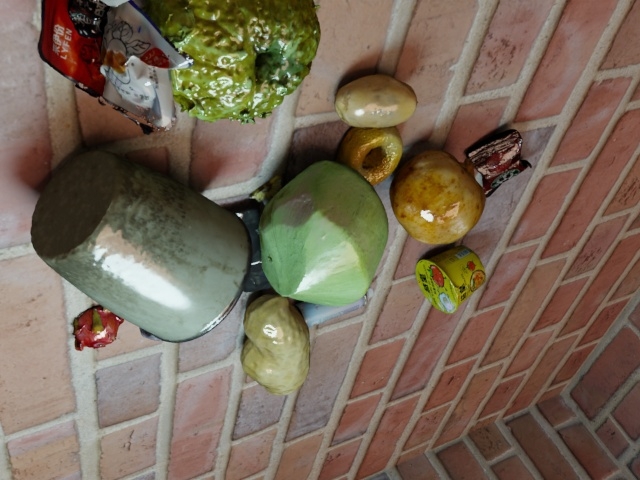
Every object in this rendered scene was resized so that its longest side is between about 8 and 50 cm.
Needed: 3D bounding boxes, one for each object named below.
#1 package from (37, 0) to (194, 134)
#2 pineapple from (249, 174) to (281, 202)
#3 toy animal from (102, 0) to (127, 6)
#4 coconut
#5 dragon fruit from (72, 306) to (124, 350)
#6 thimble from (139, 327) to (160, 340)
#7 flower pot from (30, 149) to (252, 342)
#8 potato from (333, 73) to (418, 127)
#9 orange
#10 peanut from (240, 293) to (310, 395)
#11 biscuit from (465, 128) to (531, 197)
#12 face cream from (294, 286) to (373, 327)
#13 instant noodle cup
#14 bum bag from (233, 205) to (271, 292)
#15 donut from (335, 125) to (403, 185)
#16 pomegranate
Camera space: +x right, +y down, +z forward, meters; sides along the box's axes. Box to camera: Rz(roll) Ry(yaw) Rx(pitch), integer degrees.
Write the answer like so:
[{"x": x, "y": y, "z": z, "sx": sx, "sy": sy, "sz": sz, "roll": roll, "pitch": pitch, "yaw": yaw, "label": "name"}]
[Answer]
[{"x": -0.302, "y": -0.283, "z": 1.084, "sx": 0.071, "sy": 0.269, "sz": 0.194, "roll": -23, "pitch": 146, "yaw": -59, "label": "package"}, {"x": -0.114, "y": -0.111, "z": 1.644, "sx": 0.083, "sy": 0.019, "sz": 0.045, "roll": -37, "pitch": 140, "yaw": 6, "label": "pineapple"}, {"x": -0.251, "y": -0.422, "z": 1.004, "sx": 0.178, "sy": 0.193, "sz": 0.127, "roll": -18, "pitch": 142, "yaw": -6, "label": "toy animal"}, {"x": 0.000, "y": 0.000, "z": 1.613, "sx": 0.328, "sy": 0.281, "sz": 0.328, "roll": -56, "pitch": -176, "yaw": 6, "label": "coconut"}, {"x": -0.497, "y": 0.206, "z": 1.672, "sx": 0.126, "sy": 0.068, "sz": 0.112, "roll": -34, "pitch": 146, "yaw": 3, "label": "dragon fruit"}, {"x": -0.342, "y": 0.152, "z": 1.667, "sx": 0.097, "sy": 0.150, "sz": 0.150, "roll": 8, "pitch": 128, "yaw": -43, "label": "thimble"}, {"x": -0.333, "y": 0.006, "z": 1.371, "sx": 0.293, "sy": 0.294, "sz": 0.330, "roll": -41, "pitch": 141, "yaw": 10, "label": "flower pot"}, {"x": 0.115, "y": -0.288, "z": 1.537, "sx": 0.178, "sy": 0.118, "sz": 0.109, "roll": -7, "pitch": 104, "yaw": -15, "label": "potato"}, {"x": -0.135, "y": -0.328, "z": 1.182, "sx": 0.300, "sy": 0.223, "sz": 0.301, "roll": -42, "pitch": 145, "yaw": 2, "label": "orange"}, {"x": -0.124, "y": 0.278, "z": 1.985, "sx": 0.192, "sy": 0.170, "sz": 0.387, "roll": -15, "pitch": 138, "yaw": -12, "label": "peanut"}, {"x": 0.483, "y": -0.204, "z": 1.986, "sx": 0.151, "sy": 0.063, "sz": 0.235, "roll": -27, "pitch": 152, "yaw": 11, "label": "biscuit"}, {"x": 0.042, "y": 0.177, "z": 2.076, "sx": 0.229, "sy": 0.075, "sz": 0.075, "roll": -18, "pitch": 143, "yaw": -23, "label": "face cream"}, {"x": 0.394, "y": 0.105, "z": 2.203, "sx": 0.144, "sy": 0.182, "sz": 0.182, "roll": -29, "pitch": 147, "yaw": -22, "label": "instant noodle cup"}, {"x": -0.165, "y": 0.023, "z": 1.719, "sx": 0.137, "sy": 0.074, "sz": 0.310, "roll": -30, "pitch": 144, "yaw": -2, "label": "bum bag"}, {"x": 0.117, "y": -0.196, "z": 1.687, "sx": 0.162, "sy": 0.065, "sz": 0.178, "roll": -16, "pitch": 143, "yaw": -24, "label": "donut"}, {"x": 0.287, "y": -0.107, "z": 1.804, "sx": 0.248, "sy": 0.248, "sz": 0.248, "roll": -22, "pitch": 144, "yaw": -17, "label": "pomegranate"}]
